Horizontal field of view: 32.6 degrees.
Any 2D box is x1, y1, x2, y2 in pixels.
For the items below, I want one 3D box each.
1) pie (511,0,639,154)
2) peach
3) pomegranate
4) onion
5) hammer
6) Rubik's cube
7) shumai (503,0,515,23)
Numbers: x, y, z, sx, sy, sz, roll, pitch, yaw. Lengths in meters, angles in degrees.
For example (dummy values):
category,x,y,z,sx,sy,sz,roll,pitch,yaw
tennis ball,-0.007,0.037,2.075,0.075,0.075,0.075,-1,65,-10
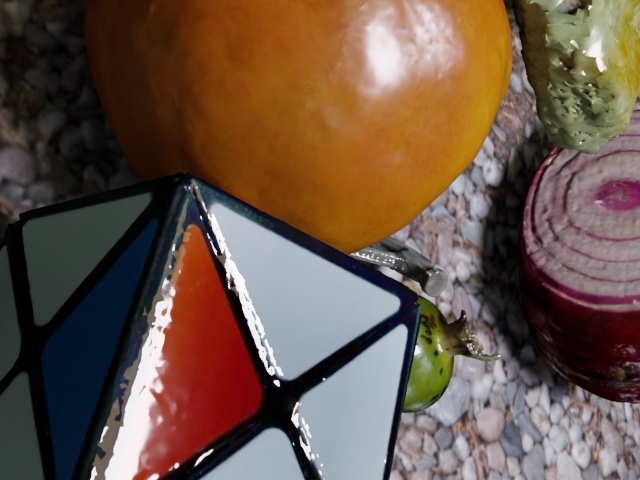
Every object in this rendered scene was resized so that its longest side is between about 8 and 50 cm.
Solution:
category,x,y,z,sx,sy,sz,roll,pitch,yaw
pie,0.235,-0.314,0.986,0.395,0.180,0.418,-50,133,-48
peach,-0.026,-0.159,0.868,0.302,0.342,0.343,47,54,-22
pomegranate,0.097,0.105,1.067,0.122,0.161,0.122,34,50,-53
onion,0.382,0.033,1.271,0.260,0.281,0.337,61,35,-43
hammer,0.000,0.000,1.054,0.246,0.103,0.029,15,104,-27
Rubik's cube,-0.106,0.116,0.798,0.248,0.246,0.250,30,65,-37
shumai,0.211,-0.350,1.223,0.255,0.218,0.189,3,89,-43
